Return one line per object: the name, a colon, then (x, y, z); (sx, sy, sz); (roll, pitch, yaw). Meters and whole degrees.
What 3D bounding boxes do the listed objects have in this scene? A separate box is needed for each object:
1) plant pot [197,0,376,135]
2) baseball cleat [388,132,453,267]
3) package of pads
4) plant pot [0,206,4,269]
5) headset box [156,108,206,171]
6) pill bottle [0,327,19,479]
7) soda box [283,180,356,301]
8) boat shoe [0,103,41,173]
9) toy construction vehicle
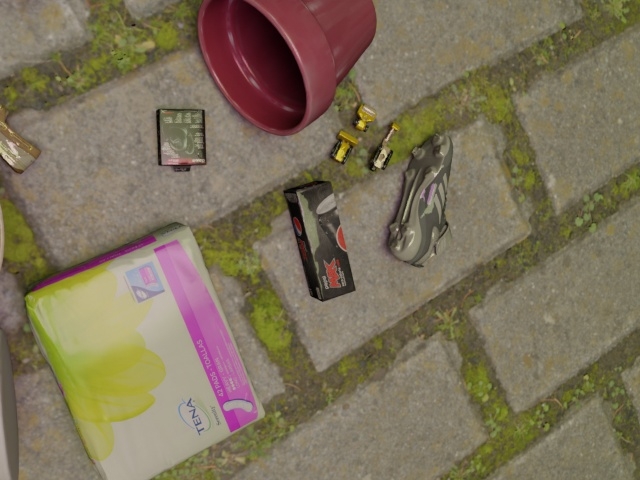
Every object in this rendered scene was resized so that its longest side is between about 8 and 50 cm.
plant pot: (-0.030, -0.268, 0.892); (0.180, 0.201, 0.201); (-42, 109, -29)
baseball cleat: (0.171, -0.059, 1.057); (0.109, 0.072, 0.206); (24, 88, -38)
package of pads: (-0.230, 0.154, 0.891); (0.229, 0.101, 0.297); (-25, 103, -18)
plant pot: (-0.475, 0.002, 0.637); (0.284, 0.191, 0.284); (3, 85, -40)
headset box: (-0.188, -0.135, 0.916); (0.062, 0.032, 0.083); (-4, 98, -21)
pill bottle: (-0.538, 0.211, 0.709); (0.392, 0.224, 0.224); (-6, 98, -21)
soda box: (0.000, 0.000, 0.993); (0.060, 0.053, 0.169); (-18, 102, -19)
boat shoe: (-0.399, -0.145, 0.825); (0.045, 0.050, 0.135); (-44, 119, -16)
toy construction vehicle: (0.067, -0.148, 1.019); (0.085, 0.035, 0.098); (26, 83, -11)
